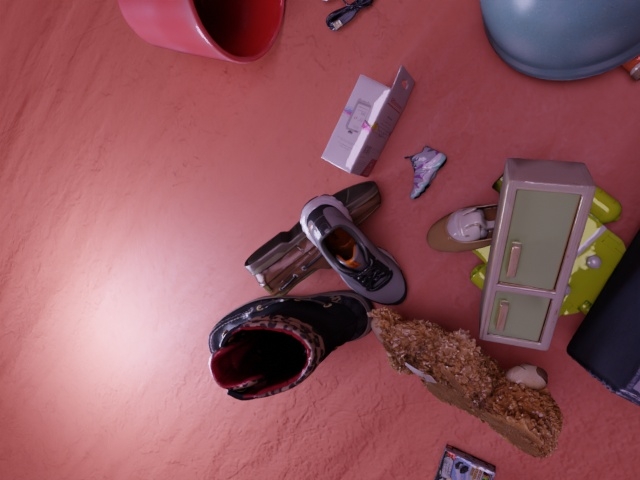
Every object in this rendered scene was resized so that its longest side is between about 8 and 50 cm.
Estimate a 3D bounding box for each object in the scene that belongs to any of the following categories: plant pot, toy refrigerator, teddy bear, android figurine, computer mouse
[{"bbox_3d":[-0.243,-0.486,0.876,0.243,0.275,0.275,11,98,32],"label":"plant pot"},{"bbox_3d":[0.300,0.027,0.650,0.102,0.094,0.269,8,123,16],"label":"toy refrigerator"},{"bbox_3d":[0.226,0.203,0.737,0.338,0.113,0.245,13,146,54],"label":"teddy bear"},{"bbox_3d":[0.376,0.014,0.751,0.273,0.056,0.248,46,109,15],"label":"android figurine"},{"bbox_3d":[0.356,-0.402,0.624,0.293,0.196,0.293,-2,86,32],"label":"plant pot"},{"bbox_3d":[0.016,-0.507,0.870,0.106,0.042,0.193,-35,86,26],"label":"computer mouse"}]

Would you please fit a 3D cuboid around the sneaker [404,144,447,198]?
[{"bbox_3d":[0.179,-0.131,0.833,0.069,0.038,0.098,38,97,17],"label":"sneaker"}]

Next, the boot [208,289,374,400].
[{"bbox_3d":[-0.109,0.190,0.840,0.377,0.284,0.138,-11,90,22],"label":"boot"}]

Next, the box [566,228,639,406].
[{"bbox_3d":[0.640,0.071,0.483,0.472,0.297,0.480,31,95,16],"label":"box"}]

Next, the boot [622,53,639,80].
[{"bbox_3d":[0.512,-0.327,0.668,0.158,0.059,0.084,-44,73,21],"label":"boot"}]

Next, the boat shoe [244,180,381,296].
[{"bbox_3d":[0.000,0.000,0.890,0.307,0.111,0.104,-32,108,16],"label":"boat shoe"}]

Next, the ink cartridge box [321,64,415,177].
[{"bbox_3d":[0.090,-0.220,0.819,0.067,0.115,0.198,32,104,18],"label":"ink cartridge box"}]

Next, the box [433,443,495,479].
[{"bbox_3d":[0.261,0.468,0.847,0.094,0.027,0.137,19,101,19],"label":"box"}]

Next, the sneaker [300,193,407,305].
[{"bbox_3d":[0.067,0.041,0.800,0.100,0.108,0.271,-41,120,10],"label":"sneaker"}]

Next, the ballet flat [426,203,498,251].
[{"bbox_3d":[0.278,-0.035,0.722,0.232,0.073,0.080,-12,66,25],"label":"ballet flat"}]
